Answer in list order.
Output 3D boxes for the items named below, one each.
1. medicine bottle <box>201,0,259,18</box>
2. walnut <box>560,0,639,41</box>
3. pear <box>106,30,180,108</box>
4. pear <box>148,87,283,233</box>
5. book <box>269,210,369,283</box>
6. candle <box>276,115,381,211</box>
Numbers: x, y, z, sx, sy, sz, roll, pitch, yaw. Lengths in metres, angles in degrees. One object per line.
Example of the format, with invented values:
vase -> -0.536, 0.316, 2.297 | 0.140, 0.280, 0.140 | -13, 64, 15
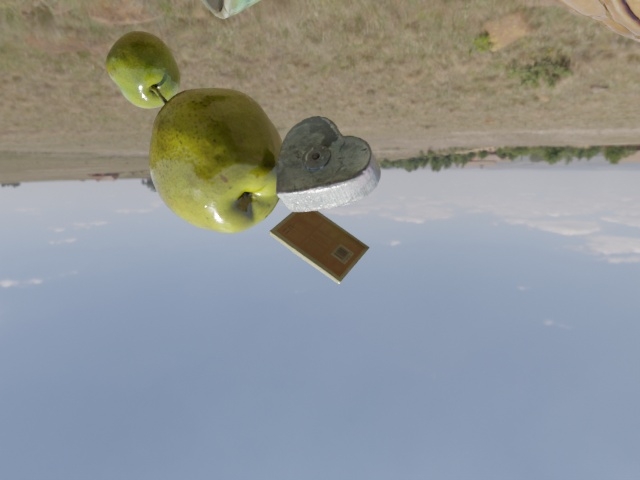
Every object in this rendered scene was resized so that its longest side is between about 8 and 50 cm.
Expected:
medicine bottle -> 0.016, -0.426, 0.408 | 0.406, 0.236, 0.235 | -34, -163, -8
walnut -> 0.214, -0.197, 0.231 | 0.207, 0.168, 0.167 | 5, -173, -25
pear -> -0.428, -0.406, 1.039 | 0.166, 0.180, 0.216 | -21, -123, -19
pear -> -0.203, -0.160, 0.841 | 0.293, 0.295, 0.294 | -1, -170, 0
book -> 0.000, 0.001, 1.182 | 0.241, 0.018, 0.170 | 35, -130, 12
candle -> -0.003, -0.121, 0.719 | 0.192, 0.168, 0.068 | 39, 172, 36
